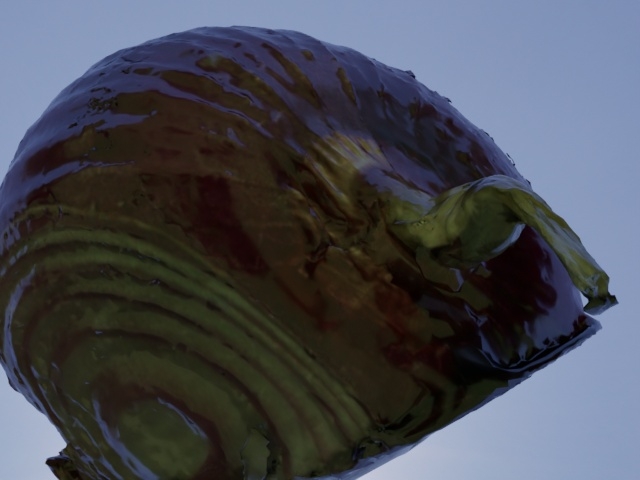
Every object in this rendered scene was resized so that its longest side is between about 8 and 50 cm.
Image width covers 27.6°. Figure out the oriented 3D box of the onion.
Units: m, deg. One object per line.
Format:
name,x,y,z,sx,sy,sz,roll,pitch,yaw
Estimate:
onion,-0.019,0.007,0.619,0.272,0.256,0.230,-38,-102,18
